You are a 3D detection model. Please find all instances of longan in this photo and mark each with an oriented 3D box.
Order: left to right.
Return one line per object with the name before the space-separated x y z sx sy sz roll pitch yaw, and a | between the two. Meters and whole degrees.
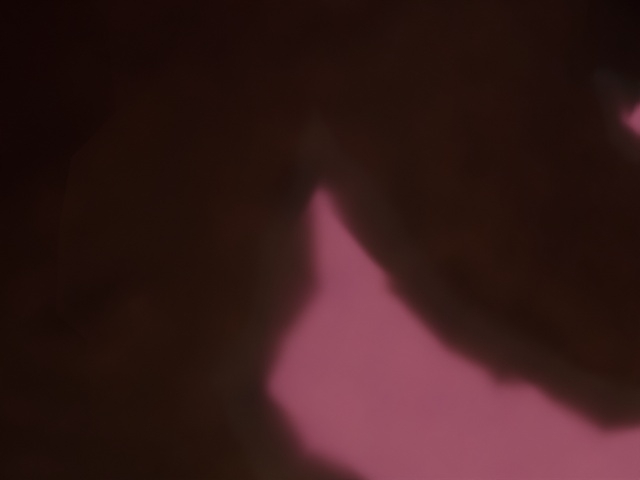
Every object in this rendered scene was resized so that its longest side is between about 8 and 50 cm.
longan | -0.024 0.001 0.578 0.361 0.361 0.361 -38 143 -36
